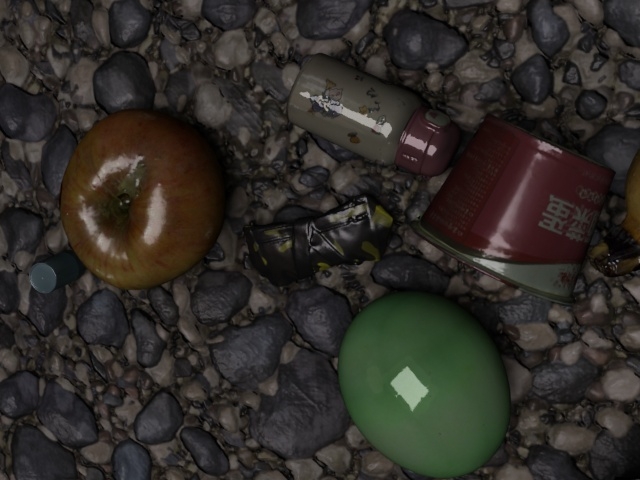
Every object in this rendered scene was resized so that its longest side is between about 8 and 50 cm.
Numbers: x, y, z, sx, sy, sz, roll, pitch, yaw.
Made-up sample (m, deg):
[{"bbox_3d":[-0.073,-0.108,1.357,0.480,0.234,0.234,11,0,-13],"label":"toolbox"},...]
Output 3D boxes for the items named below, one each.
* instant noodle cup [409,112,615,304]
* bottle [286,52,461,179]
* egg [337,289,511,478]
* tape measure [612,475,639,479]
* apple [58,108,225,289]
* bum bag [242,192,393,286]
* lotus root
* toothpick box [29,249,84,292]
[{"bbox_3d":[0.255,-0.046,1.346,0.234,0.235,0.178,27,102,11],"label":"instant noodle cup"},{"bbox_3d":[0.077,-0.164,1.433,0.233,0.110,0.110,26,110,13],"label":"bottle"},{"bbox_3d":[0.143,0.196,1.438,0.220,0.220,0.270,-28,104,23],"label":"egg"},{"bbox_3d":[0.415,0.439,1.376,0.147,0.256,0.275,4,140,25],"label":"tape measure"},{"bbox_3d":[-0.254,-0.059,1.530,0.260,0.194,0.261,4,102,17],"label":"apple"},{"bbox_3d":[0.000,0.000,1.527,0.232,0.060,0.107,-13,107,23],"label":"bum bag"},{"bbox_3d":[0.457,-0.062,1.273,0.310,0.183,0.183,-45,86,6],"label":"lotus root"},{"bbox_3d":[-0.418,0.049,1.672,0.052,0.083,0.052,4,104,18],"label":"toothpick box"}]
